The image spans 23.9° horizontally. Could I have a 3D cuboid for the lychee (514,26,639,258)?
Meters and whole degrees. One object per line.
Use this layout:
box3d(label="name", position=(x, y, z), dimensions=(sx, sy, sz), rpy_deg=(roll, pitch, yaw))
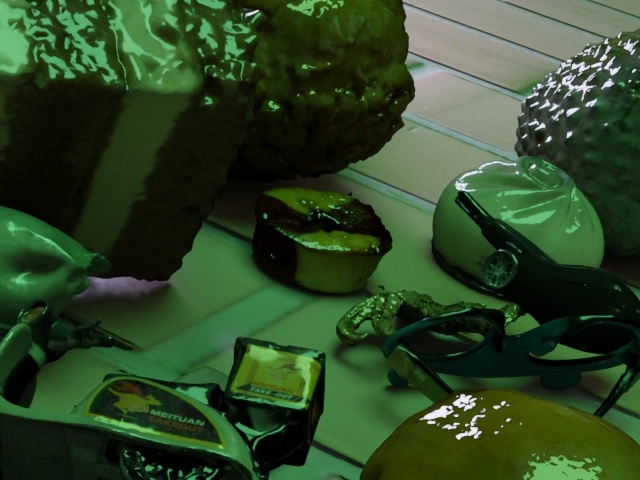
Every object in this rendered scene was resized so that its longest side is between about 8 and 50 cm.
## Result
box3d(label="lychee", position=(0.337, -0.110, 1.620), dimensions=(0.274, 0.255, 0.255), rpy_deg=(21, 21, 35))

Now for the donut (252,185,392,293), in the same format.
box3d(label="donut", position=(0.000, 0.000, 1.393), dimensions=(0.140, 0.059, 0.140), rpy_deg=(13, 22, -5))

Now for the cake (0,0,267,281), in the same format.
box3d(label="cake", position=(-0.223, -0.132, 1.215), dimensions=(0.290, 0.282, 0.255), rpy_deg=(2, 52, -25))

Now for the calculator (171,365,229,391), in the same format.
box3d(label="calculator", position=(-0.083, 0.133, 1.045), dimensions=(0.100, 0.032, 0.175), rpy_deg=(25, 24, 25))

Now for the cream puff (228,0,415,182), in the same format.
box3d(label="cream puff", position=(-0.072, -0.175, 1.539), dimensions=(0.343, 0.231, 0.327), rpy_deg=(8, 6, 24))

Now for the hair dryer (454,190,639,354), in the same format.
box3d(label="hair dryer", position=(0.168, 0.011, 1.308), dimensions=(0.195, 0.075, 0.219), rpy_deg=(24, 15, -42))

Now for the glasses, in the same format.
box3d(label="glasses", position=(0.181, 0.118, 1.159), dimensions=(0.239, 0.102, 0.207), rpy_deg=(3, 24, -28))

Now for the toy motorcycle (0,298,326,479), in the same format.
box3d(label="toy motorcycle", position=(-0.141, 0.114, 0.946), dimensions=(0.263, 0.091, 0.157), rpy_deg=(10, 42, 9))

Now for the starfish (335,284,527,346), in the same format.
box3d(label="starfish", position=(0.104, 0.057, 1.288), dimensions=(0.210, 0.053, 0.150), rpy_deg=(0, 10, -32))

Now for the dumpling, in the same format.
box3d(label="dumpling", position=(-0.260, 0.035, 1.110), dimensions=(0.217, 0.149, 0.104), rpy_deg=(-5, 58, 1))

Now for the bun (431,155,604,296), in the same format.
box3d(label="bun", position=(0.201, -0.021, 1.497), dimensions=(0.173, 0.120, 0.173), rpy_deg=(15, 21, -6))

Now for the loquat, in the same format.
box3d(label="loquat", position=(0.118, 0.179, 0.890), dimensions=(0.187, 0.176, 0.234), rpy_deg=(19, 18, -38))
